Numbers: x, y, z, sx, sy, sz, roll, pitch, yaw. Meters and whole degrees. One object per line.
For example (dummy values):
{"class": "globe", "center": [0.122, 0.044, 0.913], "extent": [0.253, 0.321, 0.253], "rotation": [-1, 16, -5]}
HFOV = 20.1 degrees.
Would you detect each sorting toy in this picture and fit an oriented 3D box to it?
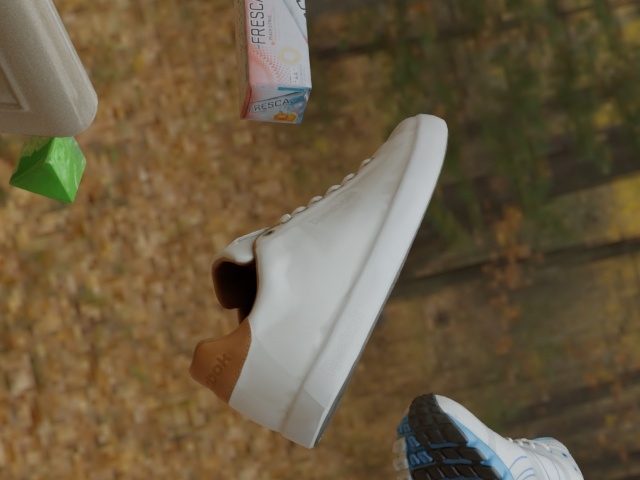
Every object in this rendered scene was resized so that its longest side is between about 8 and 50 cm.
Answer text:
{"class": "sorting toy", "center": [-0.229, -0.129, 0.939], "extent": [0.348, 0.196, 0.047], "rotation": [70, 27, -51]}

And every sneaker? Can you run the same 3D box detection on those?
{"class": "sneaker", "center": [0.000, 0.000, 1.246], "extent": [0.106, 0.123, 0.290], "rotation": [107, 9, -50]}
{"class": "sneaker", "center": [0.110, 0.140, 1.062], "extent": [0.191, 0.071, 0.083], "rotation": [50, 49, -33]}

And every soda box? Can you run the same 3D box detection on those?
{"class": "soda box", "center": [-0.048, -0.201, 1.741], "extent": [0.058, 0.063, 0.183], "rotation": [109, -20, -54]}
